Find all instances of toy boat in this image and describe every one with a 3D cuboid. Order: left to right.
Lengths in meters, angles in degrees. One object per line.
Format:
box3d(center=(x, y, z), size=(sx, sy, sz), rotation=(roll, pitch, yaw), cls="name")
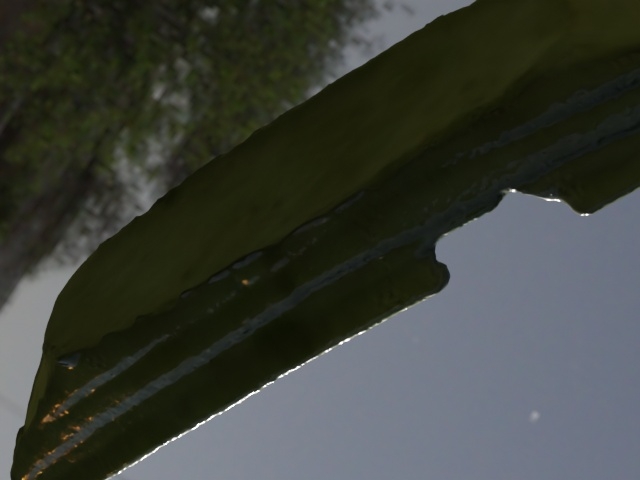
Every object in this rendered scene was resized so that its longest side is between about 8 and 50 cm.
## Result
box3d(center=(0.000, 0.000, 0.519), size=(0.293, 0.055, 0.093), rotation=(-31, -149, 23), cls="toy boat")
